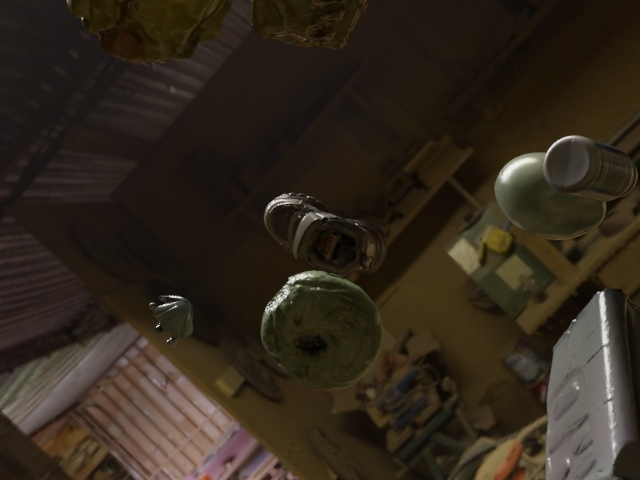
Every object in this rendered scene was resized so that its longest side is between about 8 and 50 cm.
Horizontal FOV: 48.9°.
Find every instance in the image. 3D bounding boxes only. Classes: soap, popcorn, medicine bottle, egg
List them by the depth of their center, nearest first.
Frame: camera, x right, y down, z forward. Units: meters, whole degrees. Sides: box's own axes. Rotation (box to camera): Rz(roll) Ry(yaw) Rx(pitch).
[{"bbox_3d":[-0.186,-0.354,0.856,0.286,0.215,0.252,-41,12,43],"label":"popcorn"},{"bbox_3d":[0.506,-0.129,1.302,0.192,0.107,0.107,5,-42,-42],"label":"medicine bottle"},{"bbox_3d":[0.610,0.369,1.434,0.350,0.213,0.435,101,-176,-52],"label":"soap"},{"bbox_3d":[0.506,-0.097,1.558,0.187,0.253,0.186,-29,-49,-40],"label":"egg"}]

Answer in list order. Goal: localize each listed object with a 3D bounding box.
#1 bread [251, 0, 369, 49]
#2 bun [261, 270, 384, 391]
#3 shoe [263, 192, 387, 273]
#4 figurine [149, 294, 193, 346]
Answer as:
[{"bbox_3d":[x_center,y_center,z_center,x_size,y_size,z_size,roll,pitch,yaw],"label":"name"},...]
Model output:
[{"bbox_3d":[0.000,-0.440,1.137,0.238,0.196,0.252,-66,8,-30],"label":"bread"},{"bbox_3d":[0.009,0.161,1.222,0.221,0.221,0.108,-47,10,-3],"label":"bun"},{"bbox_3d":[0.000,0.000,0.957,0.092,0.180,0.089,-45,-24,-75],"label":"shoe"},{"bbox_3d":[-0.287,0.148,1.349,0.082,0.094,0.086,-29,30,47],"label":"figurine"}]
